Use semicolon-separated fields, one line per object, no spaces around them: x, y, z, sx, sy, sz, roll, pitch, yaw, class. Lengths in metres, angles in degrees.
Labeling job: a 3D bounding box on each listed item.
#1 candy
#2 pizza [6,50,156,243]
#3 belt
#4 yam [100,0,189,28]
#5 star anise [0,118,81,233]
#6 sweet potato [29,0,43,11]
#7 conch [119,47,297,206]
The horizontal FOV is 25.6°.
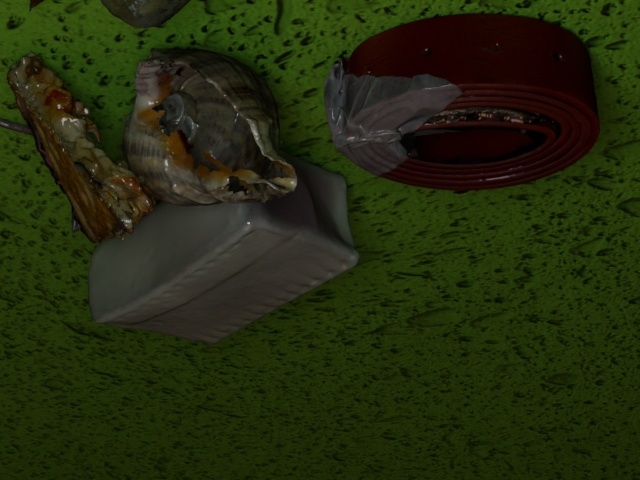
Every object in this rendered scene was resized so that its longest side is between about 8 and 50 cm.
-0.137;0.014;1.924;0.208;0.145;0.358;16;146;-40;candy
-0.286;-0.111;1.672;0.074;0.251;0.287;-34;-170;-17;pizza
0.168;-0.159;1.695;0.323;0.115;0.227;-3;147;4;belt
-0.144;-0.311;1.455;0.107;0.107;0.194;22;141;-32;yam
-0.342;-0.106;1.865;0.148;0.218;0.227;2;120;61;star anise
-0.316;-0.330;1.464;0.067;0.067;0.274;-2;148;3;sweet potato
-0.121;-0.136;1.683;0.291;0.159;0.210;16;120;35;conch
